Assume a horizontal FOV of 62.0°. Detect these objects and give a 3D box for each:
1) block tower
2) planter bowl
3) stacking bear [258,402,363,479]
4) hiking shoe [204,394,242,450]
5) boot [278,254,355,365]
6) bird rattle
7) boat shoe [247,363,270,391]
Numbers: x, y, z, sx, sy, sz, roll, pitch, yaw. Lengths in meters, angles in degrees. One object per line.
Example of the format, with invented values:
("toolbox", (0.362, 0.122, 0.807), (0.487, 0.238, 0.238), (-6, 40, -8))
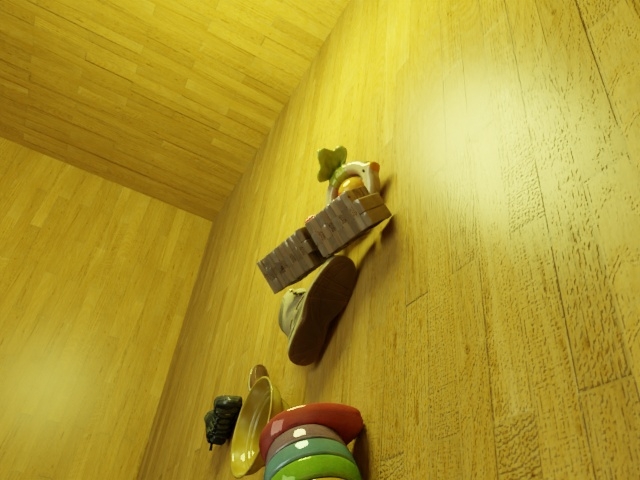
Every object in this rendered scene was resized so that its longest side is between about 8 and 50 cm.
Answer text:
("block tower", (0.000, 0.000, 1.194), (0.335, 0.091, 0.097), (-36, -9, 36))
("planter bowl", (-0.115, 0.419, 1.175), (0.217, 0.090, 0.217), (-55, 22, 35))
("stacking bear", (0.002, 0.402, 0.788), (0.176, 0.164, 0.289), (-61, 24, 19))
("hiking shoe", (-0.279, 0.530, 1.549), (0.227, 0.086, 0.114), (122, 147, -45))
("boot", (-0.018, 0.134, 1.239), (0.203, 0.095, 0.262), (-133, 64, -72))
("bird rattle", (0.053, -0.101, 1.267), (0.206, 0.143, 0.254), (-2, 69, 52))
("boat shoe", (-0.142, 0.384, 1.344), (0.060, 0.064, 0.178), (-51, 30, 28))
